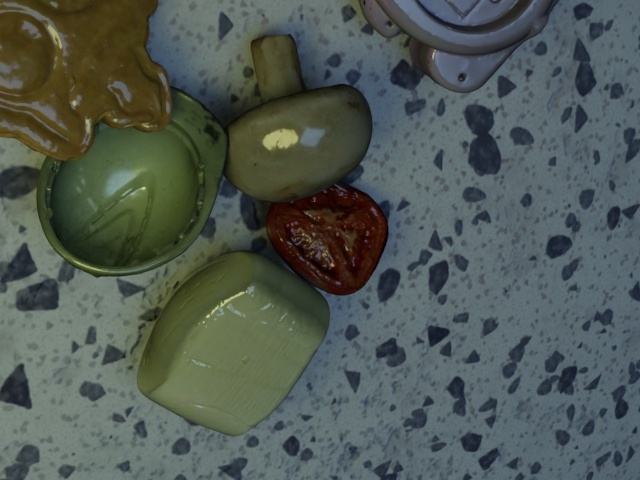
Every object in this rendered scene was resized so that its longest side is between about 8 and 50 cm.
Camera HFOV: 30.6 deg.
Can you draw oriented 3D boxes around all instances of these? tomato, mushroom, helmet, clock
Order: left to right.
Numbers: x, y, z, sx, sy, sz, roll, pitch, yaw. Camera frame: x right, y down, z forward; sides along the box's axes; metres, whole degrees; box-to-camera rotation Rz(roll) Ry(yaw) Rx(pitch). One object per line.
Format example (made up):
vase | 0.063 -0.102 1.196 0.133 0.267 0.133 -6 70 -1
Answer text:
helmet | -0.233 -0.055 1.438 0.204 0.137 0.257 32 68 1
mushroom | -0.042 -0.161 1.487 0.207 0.207 0.215 -14 85 -25
tomato | -0.002 -0.008 1.617 0.174 0.082 0.166 36 57 -16
clock | 0.172 -0.385 1.526 0.322 0.113 0.295 38 97 -27

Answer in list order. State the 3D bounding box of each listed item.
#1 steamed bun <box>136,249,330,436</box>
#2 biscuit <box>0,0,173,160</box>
steamed bun | -0.122 0.126 1.561 0.200 0.155 0.250 30 105 -33
biscuit | -0.317 -0.237 1.305 0.376 0.051 0.269 33 74 -28
